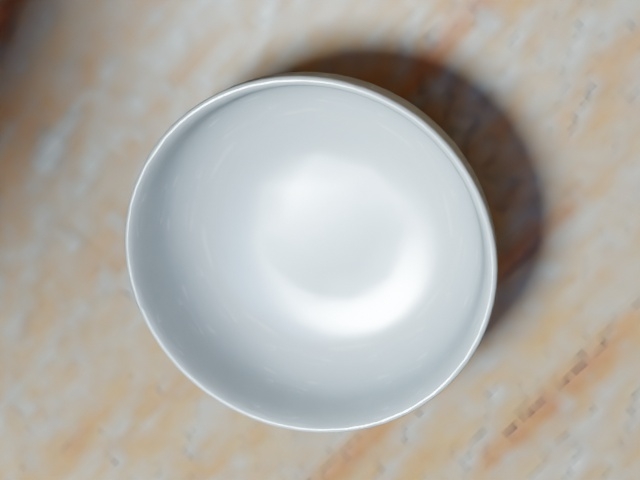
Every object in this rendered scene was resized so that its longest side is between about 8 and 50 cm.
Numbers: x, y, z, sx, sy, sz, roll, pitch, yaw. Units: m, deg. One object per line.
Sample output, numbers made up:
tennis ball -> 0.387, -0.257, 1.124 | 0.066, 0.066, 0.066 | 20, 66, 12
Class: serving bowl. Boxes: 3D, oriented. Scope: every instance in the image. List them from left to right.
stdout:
serving bowl -> 0.000, 0.000, 0.429 | 0.083, 0.027, 0.083 | 5, 111, 12
